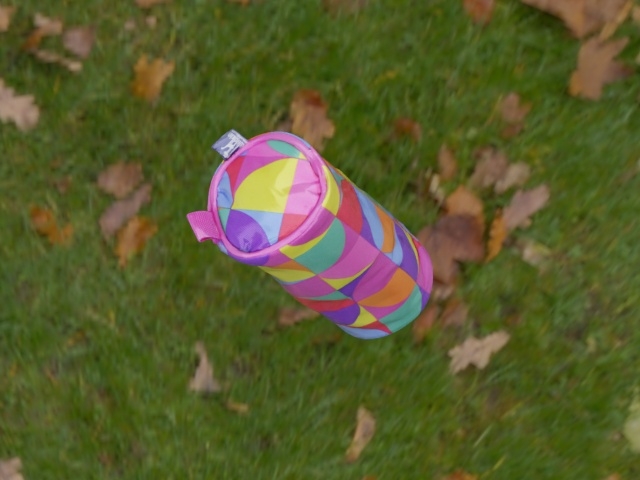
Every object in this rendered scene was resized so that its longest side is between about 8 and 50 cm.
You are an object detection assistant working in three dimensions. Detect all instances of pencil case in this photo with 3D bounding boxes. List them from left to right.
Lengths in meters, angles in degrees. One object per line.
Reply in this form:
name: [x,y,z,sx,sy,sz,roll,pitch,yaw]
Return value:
pencil case: [0.000,0.000,1.230,0.104,0.236,0.104,-9,68,23]
